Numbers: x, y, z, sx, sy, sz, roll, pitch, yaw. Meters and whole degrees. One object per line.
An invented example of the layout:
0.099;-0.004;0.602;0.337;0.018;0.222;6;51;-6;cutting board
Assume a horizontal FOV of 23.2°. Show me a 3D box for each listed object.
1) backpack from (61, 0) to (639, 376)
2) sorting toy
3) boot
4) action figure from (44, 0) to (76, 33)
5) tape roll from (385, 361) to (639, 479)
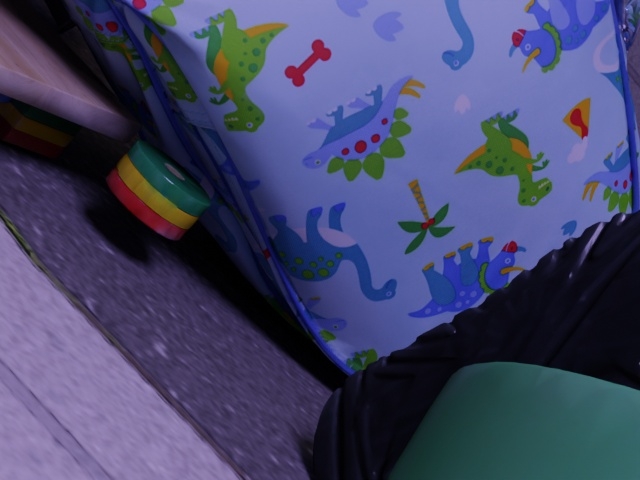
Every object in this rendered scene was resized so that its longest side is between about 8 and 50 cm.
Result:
0.027;-0.092;0.817;0.273;0.290;0.355;51;-17;39;backpack
-0.173;-0.098;0.732;0.274;0.046;0.132;46;10;21;sorting toy
0.149;0.090;0.660;0.207;0.246;0.094;32;43;-34;boot
-0.224;-0.276;1.030;0.285;0.185;0.099;54;43;-8;action figure
0.158;0.155;0.470;0.321;0.077;0.321;30;-13;8;tape roll
